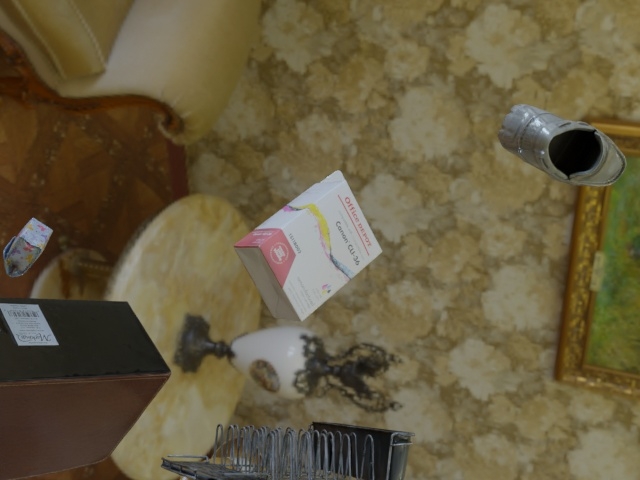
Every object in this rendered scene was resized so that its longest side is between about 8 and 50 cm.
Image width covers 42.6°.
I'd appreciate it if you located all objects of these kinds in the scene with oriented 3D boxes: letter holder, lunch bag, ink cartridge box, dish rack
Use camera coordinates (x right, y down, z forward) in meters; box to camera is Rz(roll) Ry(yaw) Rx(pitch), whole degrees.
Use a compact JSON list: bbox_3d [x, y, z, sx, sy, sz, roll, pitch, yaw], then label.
[{"bbox_3d":[-0.400,0.205,1.120,0.301,0.152,0.214,7,125,-51],"label":"letter holder"},{"bbox_3d":[-0.498,0.015,1.378,0.083,0.053,0.071,-49,-161,24],"label":"lunch bag"},{"bbox_3d":[0.000,0.000,1.060,0.198,0.067,0.115,-40,112,-30],"label":"ink cartridge box"},{"bbox_3d":[-0.047,0.257,0.989,0.271,0.208,0.074,8,77,-28],"label":"dish rack"}]

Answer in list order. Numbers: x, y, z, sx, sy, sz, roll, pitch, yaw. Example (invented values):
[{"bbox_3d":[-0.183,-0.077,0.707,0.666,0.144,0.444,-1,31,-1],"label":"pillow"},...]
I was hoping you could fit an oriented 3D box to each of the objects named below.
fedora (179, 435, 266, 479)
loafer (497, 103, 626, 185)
[{"bbox_3d":[-0.153,0.367,1.179,0.079,0.194,0.194,24,73,-30],"label":"fedora"},{"bbox_3d":[0.423,-0.141,1.362,0.319,0.111,0.112,9,111,-41],"label":"loafer"}]
